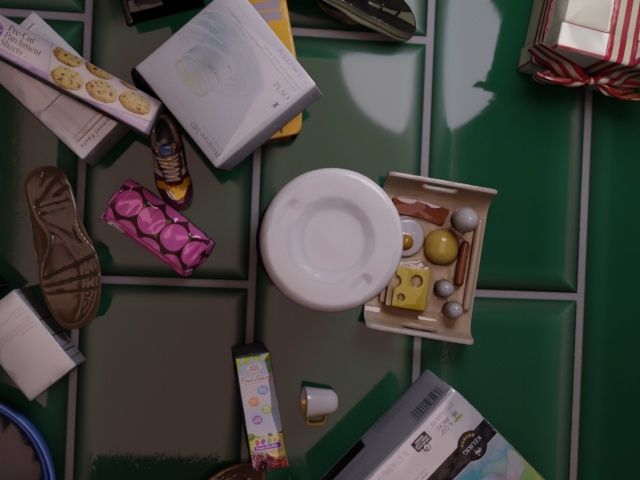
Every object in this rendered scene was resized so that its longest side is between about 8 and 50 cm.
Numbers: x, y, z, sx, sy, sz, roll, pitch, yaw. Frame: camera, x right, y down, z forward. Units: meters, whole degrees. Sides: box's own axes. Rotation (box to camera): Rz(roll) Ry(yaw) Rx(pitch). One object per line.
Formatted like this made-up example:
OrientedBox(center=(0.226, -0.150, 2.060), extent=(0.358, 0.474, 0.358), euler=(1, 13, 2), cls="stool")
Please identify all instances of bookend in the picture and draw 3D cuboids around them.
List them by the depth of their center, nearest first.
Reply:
OrientedBox(center=(-0.299, -0.466, 1.525), extent=(0.157, 0.156, 0.072), euler=(-16, 92, -4), cls="bookend")

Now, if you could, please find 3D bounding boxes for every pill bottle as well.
OrientedBox(center=(0.000, 0.000, 1.437), extent=(0.224, 0.392, 0.224), euler=(0, 90, -5), cls="pill bottle")

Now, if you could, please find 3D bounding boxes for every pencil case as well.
OrientedBox(center=(-0.306, -0.018, 1.559), extent=(0.209, 0.095, 0.098), euler=(35, 52, -3), cls="pencil case")

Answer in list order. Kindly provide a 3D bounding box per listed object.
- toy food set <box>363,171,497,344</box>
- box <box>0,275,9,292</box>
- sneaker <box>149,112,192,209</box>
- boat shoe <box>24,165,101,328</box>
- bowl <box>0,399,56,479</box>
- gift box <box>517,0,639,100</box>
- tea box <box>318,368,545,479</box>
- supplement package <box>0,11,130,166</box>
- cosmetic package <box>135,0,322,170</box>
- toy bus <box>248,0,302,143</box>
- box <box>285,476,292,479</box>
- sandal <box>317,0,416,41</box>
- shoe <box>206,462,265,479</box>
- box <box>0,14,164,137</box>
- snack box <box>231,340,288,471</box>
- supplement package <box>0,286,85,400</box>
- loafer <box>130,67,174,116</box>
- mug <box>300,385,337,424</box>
OrientedBox(center=(0.214, 0.035, 1.608), extent=(0.220, 0.092, 0.306), euler=(9, 89, -6), cls="toy food set")
OrientedBox(center=(-0.669, 0.063, 1.490), extent=(0.158, 0.156, 0.093), euler=(44, 87, -4), cls="box")
OrientedBox(center=(-0.288, -0.148, 1.563), extent=(0.069, 0.084, 0.185), euler=(-15, 91, -5), cls="sneaker")
OrientedBox(center=(-0.479, 0.015, 1.541), extent=(0.109, 0.098, 0.302), euler=(-15, 90, -19), cls="boat shoe")
OrientedBox(center=(-0.684, 0.464, 1.529), extent=(0.391, 0.077, 0.391), euler=(0, 90, -6), cls="bowl")
OrientedBox(center=(0.522, -0.409, 1.553), extent=(0.255, 0.276, 0.258), euler=(12, 90, 0), cls="gift box")
OrientedBox(center=(0.218, 0.480, 1.545), extent=(0.323, 0.220, 0.329), euler=(45, 86, -5), cls="tea box")
OrientedBox(center=(-0.468, -0.270, 1.519), extent=(0.244, 0.134, 0.139), euler=(44, 85, -4), cls="supplement package")
OrientedBox(center=(-0.156, -0.277, 1.448), extent=(0.225, 0.138, 0.224), euler=(-39, 89, 7), cls="cosmetic package")
OrientedBox(center=(-0.105, -0.353, 1.569), extent=(0.130, 0.108, 0.332), euler=(-10, 91, -3), cls="toy bus")
OrientedBox(center=(-0.027, 0.663, 1.595), extent=(0.322, 0.079, 0.257), euler=(42, 85, -4), cls="box")
OrientedBox(center=(0.047, -0.460, 1.582), extent=(0.303, 0.086, 0.120), euler=(30, 59, -22), cls="sandal")
OrientedBox(center=(-0.206, 0.497, 1.592), extent=(0.219, 0.058, 0.076), euler=(-29, 73, -9), cls="shoe")
OrientedBox(center=(-0.426, -0.282, 1.424), extent=(0.324, 0.063, 0.067), euler=(29, 84, -5), cls="box")
OrientedBox(center=(-0.115, 0.301, 1.535), extent=(0.070, 0.174, 0.207), euler=(-8, 90, -9), cls="snack box")
OrientedBox(center=(-0.537, 0.188, 1.528), extent=(0.105, 0.105, 0.179), euler=(-38, 93, -5), cls="supplement package")
OrientedBox(center=(-0.257, -0.270, 1.576), extent=(0.220, 0.080, 0.078), euler=(34, 77, -10), cls="loafer")
OrientedBox(center=(-0.003, 0.317, 1.613), extent=(0.064, 0.078, 0.062), euler=(1, 57, -14), cls="mug")
